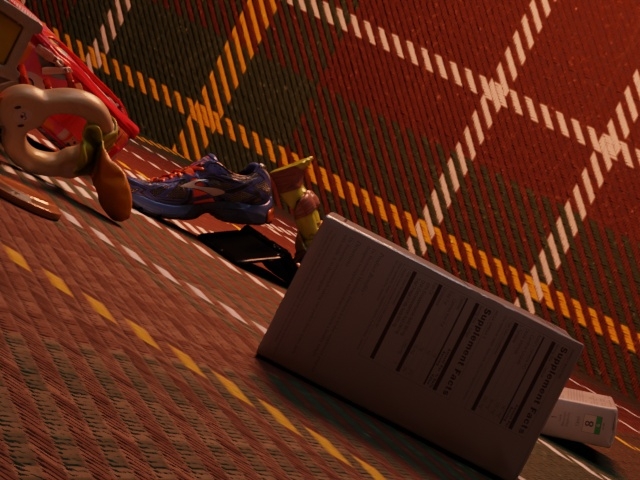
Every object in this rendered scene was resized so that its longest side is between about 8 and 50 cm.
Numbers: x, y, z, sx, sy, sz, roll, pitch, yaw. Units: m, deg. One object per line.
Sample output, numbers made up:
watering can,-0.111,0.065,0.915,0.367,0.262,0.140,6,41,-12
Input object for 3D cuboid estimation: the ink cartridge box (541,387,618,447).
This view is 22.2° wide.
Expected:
ink cartridge box,0.245,0.198,1.977,0.224,0.056,0.181,9,0,9

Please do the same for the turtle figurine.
turtle figurine,0.000,0.000,2.170,0.217,0.087,0.269,67,18,-1

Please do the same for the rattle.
rattle,-0.313,-0.101,1.794,0.130,0.143,0.199,-23,-33,32

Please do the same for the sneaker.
sneaker,-0.165,-0.073,2.135,0.221,0.087,0.083,4,9,-24

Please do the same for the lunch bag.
lunch bag,-0.371,-0.206,2.198,0.258,0.120,0.293,43,-3,25

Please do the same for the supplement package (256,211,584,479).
supplement package,0.085,0.089,1.416,0.244,0.134,0.139,27,3,2

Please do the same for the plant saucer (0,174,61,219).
plant saucer,-0.287,-0.044,1.567,0.083,0.013,0.083,27,2,-1

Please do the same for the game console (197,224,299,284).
game console,-0.086,0.030,2.106,0.122,0.071,0.107,32,-24,55

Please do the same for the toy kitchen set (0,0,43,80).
toy kitchen set,-0.365,-0.175,1.647,0.122,0.166,0.207,27,3,-15

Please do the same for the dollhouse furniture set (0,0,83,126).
dollhouse furniture set,-0.388,-0.274,1.943,0.262,0.135,0.259,-128,-160,-71
